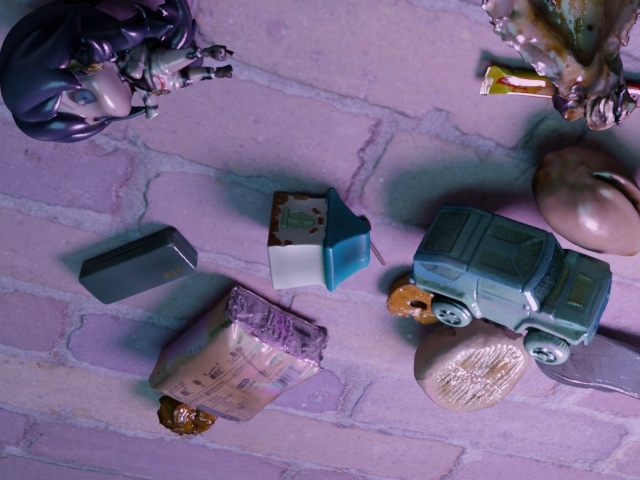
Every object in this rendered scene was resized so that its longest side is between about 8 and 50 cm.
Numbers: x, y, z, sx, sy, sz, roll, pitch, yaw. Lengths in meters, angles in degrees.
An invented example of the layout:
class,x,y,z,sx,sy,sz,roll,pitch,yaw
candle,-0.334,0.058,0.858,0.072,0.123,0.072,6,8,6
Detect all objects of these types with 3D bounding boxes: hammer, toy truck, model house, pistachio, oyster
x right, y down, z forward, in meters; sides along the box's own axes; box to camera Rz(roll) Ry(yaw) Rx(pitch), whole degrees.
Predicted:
class,x,y,z,sx,sy,sz,roll,pitch,yaw
hammer,0.079,0.007,1.429,0.036,0.019,0.110,-19,138,18
toy truck,0.277,0.057,1.321,0.279,0.155,0.156,21,152,21
model house,0.000,0.000,1.339,0.149,0.127,0.100,1,136,3
pistachio,0.386,-0.053,1.288,0.144,0.144,0.215,-31,133,28
oyster,0.313,-0.254,1.061,0.198,0.133,0.337,0,137,33

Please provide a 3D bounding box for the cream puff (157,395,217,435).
class,x,y,z,sx,sy,sz,roll,pitch,yaw
cream puff,-0.247,0.322,1.694,0.116,0.094,0.122,-29,125,23

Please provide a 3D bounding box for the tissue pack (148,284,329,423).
class,x,y,z,sx,sy,sz,roll,pitch,yaw
tissue pack,-0.141,0.212,1.561,0.215,0.123,0.257,30,127,-25

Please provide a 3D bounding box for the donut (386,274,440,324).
class,x,y,z,sx,sy,sz,roll,pitch,yaw
donut,0.166,0.093,1.497,0.108,0.043,0.097,22,132,-20

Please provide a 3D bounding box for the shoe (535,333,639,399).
class,x,y,z,sx,sy,sz,roll,pitch,yaw
shoe,0.499,0.222,1.609,0.251,0.103,0.100,17,178,0

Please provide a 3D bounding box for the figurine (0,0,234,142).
class,x,y,z,sx,sy,sz,roll,pitch,yaw
figurine,-0.249,-0.215,1.071,0.265,0.197,0.175,-22,135,-7

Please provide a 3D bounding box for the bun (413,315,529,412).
class,x,y,z,sx,sy,sz,roll,pitch,yaw
bun,0.258,0.197,1.551,0.178,0.128,0.193,31,116,-29

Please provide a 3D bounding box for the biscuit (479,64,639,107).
class,x,y,z,sx,sy,sz,roll,pitch,yaw
biscuit,0.358,-0.203,1.206,0.292,0.026,0.048,4,129,-6

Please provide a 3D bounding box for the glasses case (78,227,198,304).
class,x,y,z,sx,sy,sz,roll,pitch,yaw
glasses case,-0.292,0.043,1.442,0.184,0.039,0.077,-20,132,19
